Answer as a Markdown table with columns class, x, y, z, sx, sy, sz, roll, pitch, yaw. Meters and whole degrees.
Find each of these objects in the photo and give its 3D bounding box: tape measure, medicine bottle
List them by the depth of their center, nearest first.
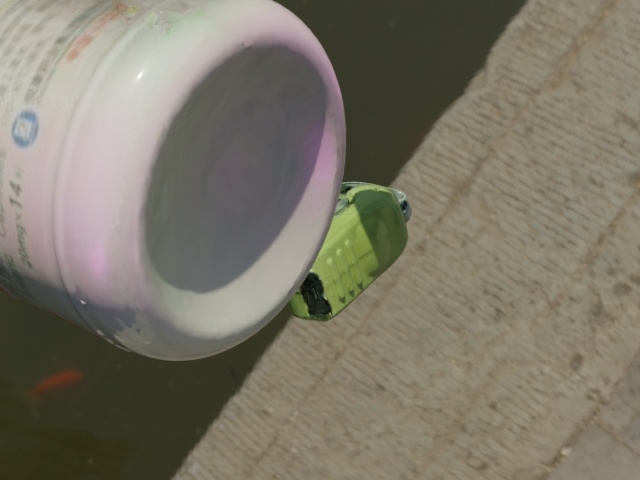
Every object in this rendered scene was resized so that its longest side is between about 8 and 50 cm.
| class | x | y | z | sx | sy | sz | roll | pitch | yaw |
| --- | --- | --- | --- | --- | --- | --- | --- | --- | --- |
| medicine bottle | -0.162 | -0.070 | 0.759 | 0.302 | 0.241 | 0.241 | 19 | 81 | 33 |
| tape measure | 0.000 | 0.000 | 1.183 | 0.175 | 0.106 | 0.200 | 4 | 33 | 42 |
